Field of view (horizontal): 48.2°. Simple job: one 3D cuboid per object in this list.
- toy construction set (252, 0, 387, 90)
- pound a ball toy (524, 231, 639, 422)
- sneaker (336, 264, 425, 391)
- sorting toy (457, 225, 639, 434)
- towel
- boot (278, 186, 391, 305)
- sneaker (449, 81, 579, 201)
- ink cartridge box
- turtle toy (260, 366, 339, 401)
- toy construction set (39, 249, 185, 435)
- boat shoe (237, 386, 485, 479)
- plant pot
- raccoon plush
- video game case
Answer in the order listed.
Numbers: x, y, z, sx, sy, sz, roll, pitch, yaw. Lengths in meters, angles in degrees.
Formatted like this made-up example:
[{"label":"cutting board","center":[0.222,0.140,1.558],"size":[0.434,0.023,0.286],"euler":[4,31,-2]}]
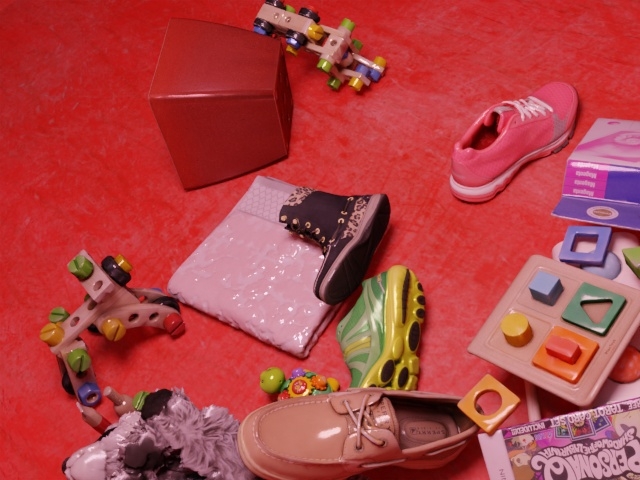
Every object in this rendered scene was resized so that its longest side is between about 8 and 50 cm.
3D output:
[{"label":"toy construction set","center":[-0.032,-0.429,1.587],"size":[0.328,0.215,0.151],"euler":[12,81,32]},{"label":"pound a ball toy","center":[0.373,0.148,1.008],"size":[0.208,0.135,0.319],"euler":[-8,50,15]},{"label":"sneaker","center":[0.086,0.181,1.133],"size":[0.124,0.109,0.295],"euler":[-15,47,44]},{"label":"sorting toy","center":[0.311,0.107,0.953],"size":[0.196,0.047,0.347],"euler":[21,67,46]},{"label":"towel","center":[-0.080,0.030,1.335],"size":[0.332,0.053,0.317],"euler":[20,63,33]},{"label":"boot","center":[0.001,0.000,1.238],"size":[0.179,0.085,0.236],"euler":[12,53,29]},{"label":"sneaker","center":[0.356,-0.203,1.293],"size":[0.314,0.136,0.116],"euler":[-41,51,-13]},{"label":"ink cartridge box","center":[0.555,-0.103,1.091],"size":[0.324,0.071,0.330],"euler":[11,29,27]},{"label":"turtle toy","center":[-0.037,0.241,1.139],"size":[0.130,0.066,0.095],"euler":[13,59,29]},{"label":"toy construction set","center":[-0.386,0.165,1.222],"size":[0.258,0.237,0.308],"euler":[-21,49,4]},{"label":"boat shoe","center":[0.059,0.243,0.949],"size":[0.341,0.110,0.121],"euler":[3,53,-28]},{"label":"plant pot","center":[-0.189,-0.294,1.515],"size":[0.236,0.267,0.267],"euler":[-3,52,6]},{"label":"raccoon plush","center":[-0.150,0.380,1.044],"size":[0.447,0.299,0.216],"euler":[28,67,-8]},{"label":"video game case","center":[0.333,0.316,0.876],"size":[0.232,0.042,0.210],"euler":[-19,72,21]}]
